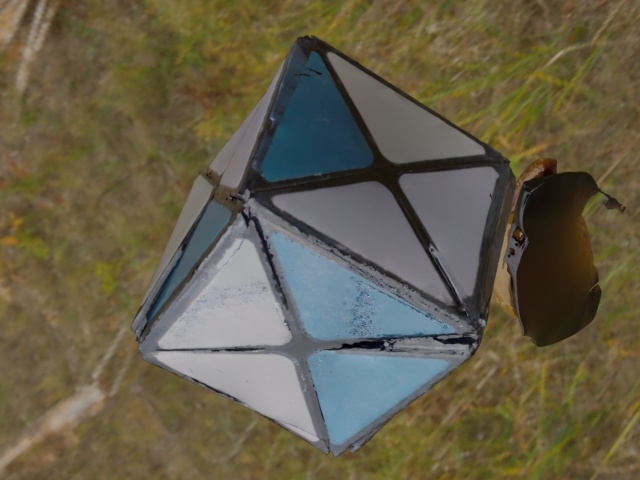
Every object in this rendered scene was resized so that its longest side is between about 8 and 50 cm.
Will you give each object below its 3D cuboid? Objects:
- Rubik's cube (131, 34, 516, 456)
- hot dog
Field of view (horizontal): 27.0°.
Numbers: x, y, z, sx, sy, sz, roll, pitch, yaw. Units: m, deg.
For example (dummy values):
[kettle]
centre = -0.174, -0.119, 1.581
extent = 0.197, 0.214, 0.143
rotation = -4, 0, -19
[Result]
[Rubik's cube]
centre = 0.005, 0.011, 1.489
extent = 0.307, 0.310, 0.305
rotation = 32, 136, -14
[hot dog]
centre = 0.310, -0.002, 1.858
extent = 0.107, 0.194, 0.326
rotation = 46, 147, 40
